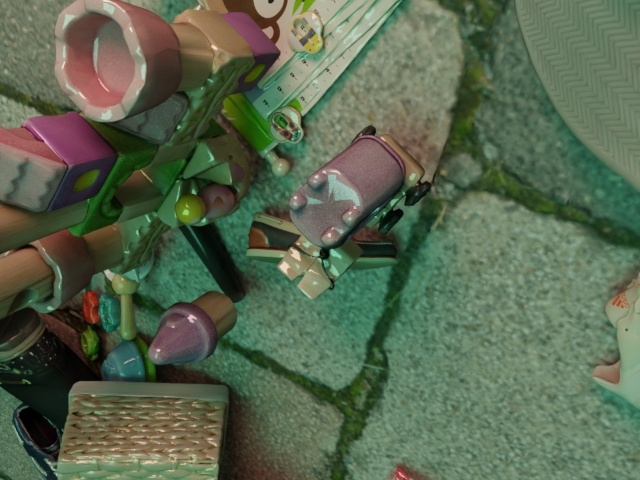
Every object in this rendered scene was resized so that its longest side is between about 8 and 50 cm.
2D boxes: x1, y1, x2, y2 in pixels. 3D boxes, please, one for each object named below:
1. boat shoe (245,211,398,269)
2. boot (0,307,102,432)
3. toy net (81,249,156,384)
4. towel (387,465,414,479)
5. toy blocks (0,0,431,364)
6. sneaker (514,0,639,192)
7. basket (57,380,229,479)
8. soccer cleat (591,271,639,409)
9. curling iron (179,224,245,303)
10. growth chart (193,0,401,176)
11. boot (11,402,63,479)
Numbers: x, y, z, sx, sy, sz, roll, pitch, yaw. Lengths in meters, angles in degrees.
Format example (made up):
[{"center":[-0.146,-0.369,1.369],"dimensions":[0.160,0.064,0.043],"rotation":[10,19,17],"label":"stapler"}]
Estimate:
[{"center":[0.000,0.000,0.518],"dimensions":[0.137,0.049,0.043],"rotation":[4,77,22],"label":"boat shoe"},{"center":[-0.349,0.166,0.741],"dimensions":[0.237,0.085,0.178],"rotation":[-8,125,47],"label":"boot"},{"center":[-0.214,0.063,0.658],"dimensions":[0.122,0.045,0.232],"rotation":[42,127,38],"label":"toy net"},{"center":[0.124,0.332,0.589],"dimensions":[0.197,0.029,0.144],"rotation":[36,125,31],"label":"towel"},{"center":[-0.155,-0.027,0.397],"dimensions":[0.309,0.260,0.288],"rotation":[45,120,6],"label":"toy blocks"},{"center":[0.243,-0.089,0.328],"dimensions":[0.108,0.169,0.292],"rotation":[101,146,-61],"label":"sneaker"},{"center":[-0.182,0.224,0.637],"dimensions":[0.168,0.103,0.113],"rotation":[4,120,-10],"label":"basket"},{"center":[0.237,0.037,0.407],"dimensions":[0.076,0.068,0.196],"rotation":[16,121,27],"label":"soccer cleat"},{"center":[-0.134,-0.060,0.559],"dimensions":[0.068,0.035,0.273],"rotation":[-12,107,30],"label":"curling iron"},{"center":[-0.030,-0.185,0.459],"dimensions":[0.172,0.021,0.237],"rotation":[43,124,3],"label":"growth chart"},{"center":[-0.336,0.290,0.790],"dimensions":[0.190,0.069,0.086],"rotation":[49,152,-2],"label":"boot"}]
